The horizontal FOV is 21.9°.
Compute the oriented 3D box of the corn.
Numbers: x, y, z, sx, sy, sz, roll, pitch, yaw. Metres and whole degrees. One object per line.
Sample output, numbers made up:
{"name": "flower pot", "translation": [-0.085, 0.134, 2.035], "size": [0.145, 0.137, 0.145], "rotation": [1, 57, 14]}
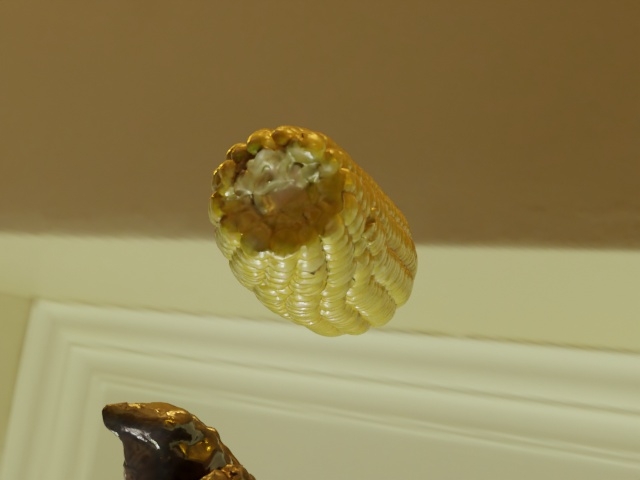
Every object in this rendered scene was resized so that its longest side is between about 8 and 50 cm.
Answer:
{"name": "corn", "translation": [0.000, 0.000, 0.636], "size": [0.067, 0.206, 0.067], "rotation": [-1, -99, 7]}

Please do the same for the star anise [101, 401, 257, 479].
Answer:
{"name": "star anise", "translation": [-0.060, 0.156, 0.984], "size": [0.063, 0.208, 0.172], "rotation": [-41, -143, -1]}
